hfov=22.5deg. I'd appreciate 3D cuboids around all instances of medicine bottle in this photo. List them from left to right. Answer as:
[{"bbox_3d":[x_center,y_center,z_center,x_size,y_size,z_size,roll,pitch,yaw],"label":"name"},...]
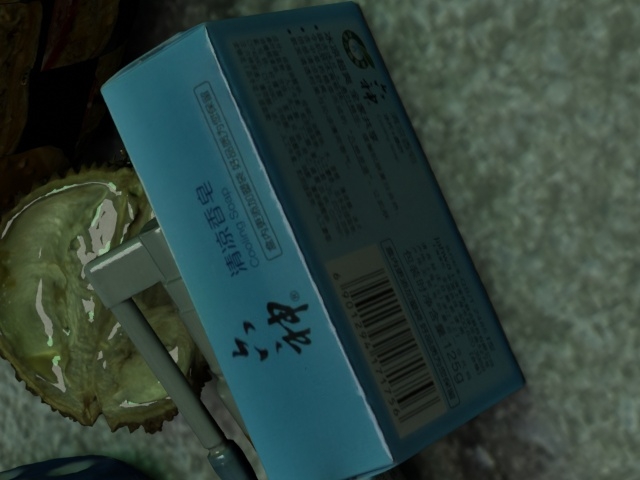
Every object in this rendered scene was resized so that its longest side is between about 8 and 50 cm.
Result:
[{"bbox_3d":[-0.037,0.084,0.878,0.092,0.061,0.221,-28,103,18],"label":"medicine bottle"}]

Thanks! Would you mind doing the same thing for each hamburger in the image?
[{"bbox_3d":[-0.199,-0.100,0.889,0.106,0.231,0.231,31,117,21],"label":"hamburger"}]

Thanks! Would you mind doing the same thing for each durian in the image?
[{"bbox_3d":[-0.112,0.016,0.935,0.148,0.091,0.189,21,112,8],"label":"durian"}]

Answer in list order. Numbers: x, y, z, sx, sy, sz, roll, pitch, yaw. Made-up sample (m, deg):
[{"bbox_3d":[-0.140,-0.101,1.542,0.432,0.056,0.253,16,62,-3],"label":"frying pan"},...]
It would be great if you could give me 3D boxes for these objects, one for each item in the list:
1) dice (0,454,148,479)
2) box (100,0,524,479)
[{"bbox_3d":[-0.175,0.220,0.995,0.146,0.143,0.147,-11,94,31],"label":"dice"},{"bbox_3d":[0.000,0.000,0.826,0.083,0.142,0.232,-27,86,35],"label":"box"}]
